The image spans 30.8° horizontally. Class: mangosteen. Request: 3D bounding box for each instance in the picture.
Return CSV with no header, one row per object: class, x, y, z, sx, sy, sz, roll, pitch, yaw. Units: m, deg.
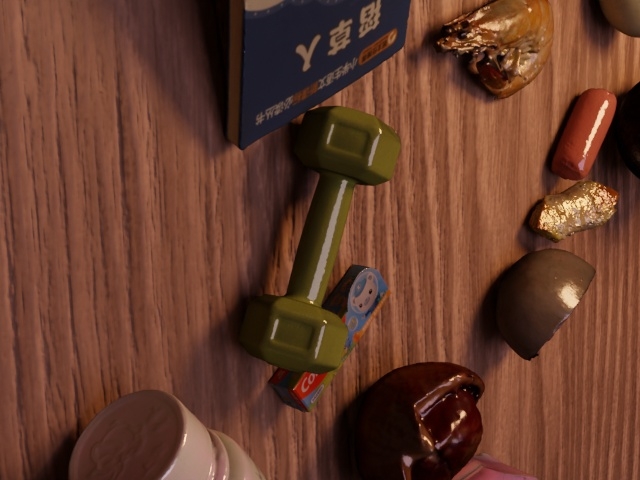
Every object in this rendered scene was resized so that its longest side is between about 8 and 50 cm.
mangosteen,0.580,-0.185,1.863,0.216,0.216,0.216,-15,111,-46

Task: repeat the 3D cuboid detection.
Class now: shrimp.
shrimp,0.236,-0.257,1.577,0.287,0.063,0.152,-24,129,-45

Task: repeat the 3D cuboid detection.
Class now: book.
book,0.013,-0.328,1.202,0.300,0.039,0.427,-38,147,-36

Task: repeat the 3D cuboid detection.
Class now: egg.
egg,0.484,-0.378,1.780,0.114,0.114,0.152,-50,134,-28

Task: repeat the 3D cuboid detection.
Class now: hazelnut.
hazelnut,0.128,0.255,1.499,0.170,0.161,0.201,20,74,-50

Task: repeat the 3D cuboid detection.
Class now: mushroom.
mushroom,0.324,0.079,1.717,0.117,0.141,0.188,50,50,-4

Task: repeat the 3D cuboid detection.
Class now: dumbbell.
dumbbell,0.000,0.000,1.322,0.108,0.121,0.301,99,6,-86

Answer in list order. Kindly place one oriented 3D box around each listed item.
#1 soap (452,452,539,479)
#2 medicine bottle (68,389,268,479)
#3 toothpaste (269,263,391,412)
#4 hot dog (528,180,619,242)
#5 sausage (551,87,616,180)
soap,0.197,0.404,1.658,0.324,0.109,0.192,-21,115,-45
medicine bottle,-0.128,0.293,1.208,0.170,0.170,0.293,-55,135,-24
toothpaste,0.009,0.111,1.416,0.193,0.044,0.070,-54,133,-26
hot dog,0.381,-0.043,1.787,0.169,0.061,0.078,-17,80,-25
sausage,0.405,-0.165,1.784,0.062,0.062,0.154,42,68,-46
